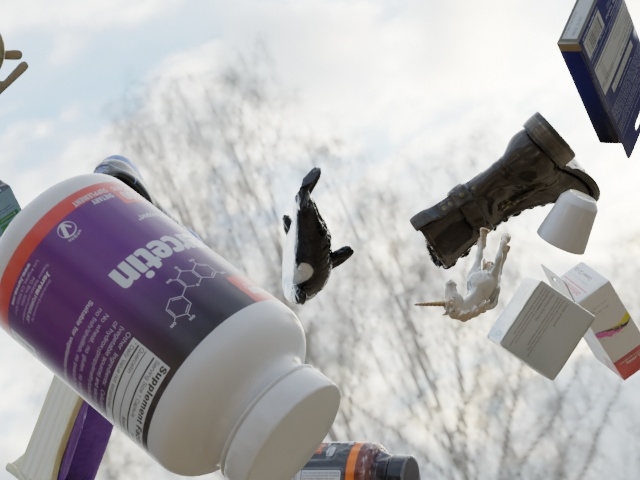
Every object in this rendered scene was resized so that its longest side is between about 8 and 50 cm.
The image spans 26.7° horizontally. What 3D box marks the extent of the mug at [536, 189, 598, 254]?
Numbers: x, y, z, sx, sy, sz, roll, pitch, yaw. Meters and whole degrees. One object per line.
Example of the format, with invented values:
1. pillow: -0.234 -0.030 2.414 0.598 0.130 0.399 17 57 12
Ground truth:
1. mug: 0.294 -0.028 1.608 0.062 0.078 0.064 9 -67 -35

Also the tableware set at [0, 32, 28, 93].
1. tableware set: -0.435 -0.173 1.533 0.194 0.128 0.039 -44 -7 0

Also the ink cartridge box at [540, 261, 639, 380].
1. ink cartridge box: 0.431 0.110 2.109 0.067 0.198 0.115 -35 19 -2

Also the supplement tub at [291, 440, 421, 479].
1. supplement tub: 0.021 0.300 1.666 0.197 0.106 0.106 -5 -18 23

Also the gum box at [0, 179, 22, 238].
1. gum box: -0.396 -0.013 1.643 0.041 0.157 0.184 -38 -46 -23

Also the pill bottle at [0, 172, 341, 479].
1. pill bottle: -0.141 0.089 1.232 0.181 0.323 0.181 -42 -26 -27

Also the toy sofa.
1. toy sofa: -0.418 0.298 2.458 0.150 0.177 0.363 22 -93 -38

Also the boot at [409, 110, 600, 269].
1. boot: 0.233 -0.046 1.752 0.229 0.091 0.263 -41 -32 7

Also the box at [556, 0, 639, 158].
1. box: 0.368 -0.222 1.716 0.036 0.136 0.225 5 -34 36

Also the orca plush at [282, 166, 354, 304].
1. orca plush: 0.000 0.000 2.136 0.102 0.151 0.287 -6 -48 -10

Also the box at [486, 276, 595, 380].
1. box: 0.283 0.112 1.743 0.102 0.087 0.101 -57 3 -1

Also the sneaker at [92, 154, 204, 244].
1. sneaker: -0.229 -0.009 1.819 0.081 0.232 0.090 -37 13 12

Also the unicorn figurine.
1. unicorn figurine: 0.174 0.044 1.484 0.060 0.111 0.162 12 -11 29
